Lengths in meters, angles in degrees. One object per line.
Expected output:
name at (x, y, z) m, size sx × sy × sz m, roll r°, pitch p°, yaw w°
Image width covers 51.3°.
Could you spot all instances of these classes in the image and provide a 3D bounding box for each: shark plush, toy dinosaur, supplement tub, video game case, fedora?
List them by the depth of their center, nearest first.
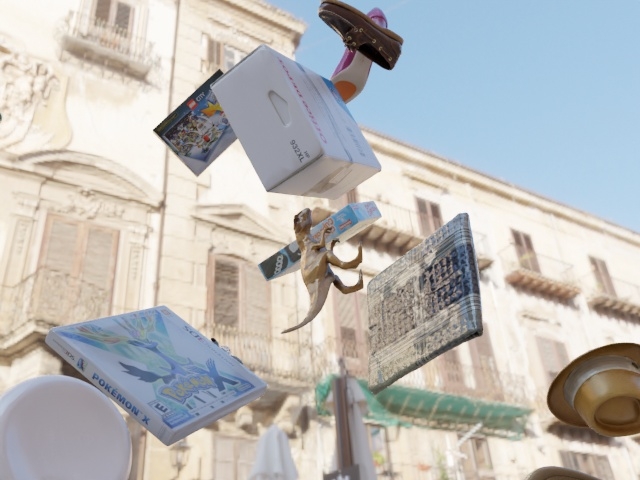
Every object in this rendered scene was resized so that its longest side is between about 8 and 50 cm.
toy dinosaur at (0.001, 0.049, 0.876) m, size 0.112 × 0.211 × 0.064 m, roll -4°, pitch -43°, yaw -2°
supplement tub at (-0.463, 0.366, 1.010) m, size 0.316 × 0.228 × 0.228 m, roll -37°, pitch -45°, yaw 29°
fedora at (0.446, 0.243, 1.014) m, size 0.194 × 0.079 × 0.194 m, roll -4°, pitch -56°, yaw -6°
video game case at (-0.291, 0.233, 1.252) m, size 0.036 × 0.300 × 0.329 m, roll -61°, pitch -19°, yaw 14°
shark plush at (-0.247, 0.258, 1.545) m, size 0.073 × 0.067 × 0.161 m, roll -24°, pitch -28°, yaw 16°

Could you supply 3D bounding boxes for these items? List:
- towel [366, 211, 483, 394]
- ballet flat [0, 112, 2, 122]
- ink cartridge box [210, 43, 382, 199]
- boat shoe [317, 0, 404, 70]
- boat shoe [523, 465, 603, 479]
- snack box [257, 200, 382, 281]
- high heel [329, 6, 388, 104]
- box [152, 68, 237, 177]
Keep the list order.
towel at (0.215, 0.138, 1.418) m, size 0.056 × 0.312 × 0.324 m, roll 28°, pitch -47°, yaw -26°
ballet flat at (-0.632, -0.164, 1.101) m, size 0.247 × 0.087 × 0.083 m, roll -34°, pitch -33°, yaw 5°
ink cartridge box at (-0.033, -0.202, 1.228) m, size 0.129 × 0.223 × 0.307 m, roll -32°, pitch -11°, yaw 20°
boat shoe at (0.081, -0.421, 1.369) m, size 0.207 × 0.073 × 0.073 m, roll 22°, pitch -3°, yaw -24°
boat shoe at (0.308, 0.321, 0.658) m, size 0.285 × 0.104 × 0.089 m, roll 35°, pitch -15°, yaw 0°
snack box at (0.000, 0.000, 1.825) m, size 0.322 × 0.060 × 0.187 m, roll -33°, pitch -7°, yaw 24°
high heel at (0.077, -0.423, 1.551) m, size 0.082 × 0.117 × 0.244 m, roll 17°, pitch -47°, yaw -16°
box at (-0.283, -0.296, 1.685) m, size 0.159 × 0.233 × 0.044 m, roll 46°, pitch -10°, yaw -8°
